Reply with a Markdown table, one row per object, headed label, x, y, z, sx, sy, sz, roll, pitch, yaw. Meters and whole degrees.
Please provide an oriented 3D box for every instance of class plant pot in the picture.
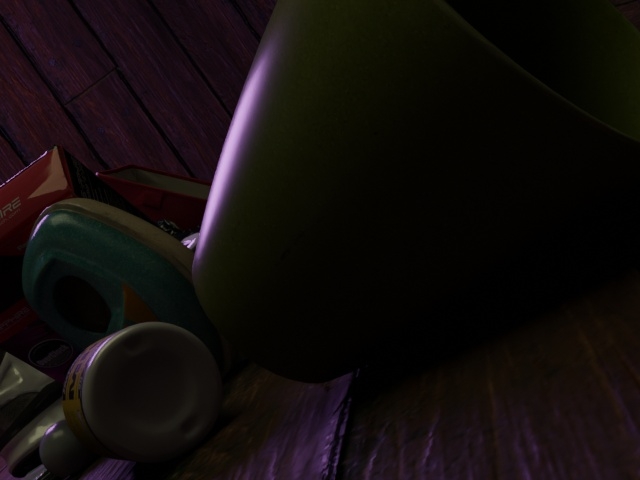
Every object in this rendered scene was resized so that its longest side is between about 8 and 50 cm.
| label | x | y | z | sx | sy | sz | roll | pitch | yaw |
| --- | --- | --- | --- | --- | --- | --- | --- | --- | --- |
| plant pot | 0.045 | -0.049 | 0.797 | 0.293 | 0.275 | 0.275 | -50 | -3 | 28 |

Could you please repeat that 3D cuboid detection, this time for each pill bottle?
| label | x | y | z | sx | sy | sz | roll | pitch | yaw |
| --- | --- | --- | --- | --- | --- | --- | --- | --- | --- |
| pill bottle | -0.169 | 0.140 | 1.096 | 0.119 | 0.119 | 0.208 | -37 | 4 | -21 |

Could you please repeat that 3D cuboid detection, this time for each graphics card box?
| label | x | y | z | sx | sy | sz | roll | pitch | yaw |
| --- | --- | --- | --- | --- | --- | --- | --- | --- | --- |
| graphics card box | -0.288 | 0.064 | 1.511 | 0.233 | 0.094 | 0.371 | -34 | -41 | 10 |

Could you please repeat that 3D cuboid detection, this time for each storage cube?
| label | x | y | z | sx | sy | sz | roll | pitch | yaw |
| --- | --- | --- | --- | --- | --- | --- | --- | --- | --- |
| storage cube | -0.239 | 0.004 | 1.823 | 0.183 | 0.215 | 0.193 | -44 | -33 | -79 |

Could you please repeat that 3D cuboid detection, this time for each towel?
| label | x | y | z | sx | sy | sz | roll | pitch | yaw |
| --- | --- | --- | --- | --- | --- | --- | --- | --- | --- |
| towel | -0.351 | 0.302 | 1.410 | 0.113 | 0.023 | 0.152 | -35 | 6 | 34 |

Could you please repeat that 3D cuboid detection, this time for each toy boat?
| label | x | y | z | sx | sy | sz | roll | pitch | yaw |
| --- | --- | --- | --- | --- | --- | --- | --- | --- | --- |
| toy boat | -0.231 | 0.123 | 1.336 | 0.148 | 0.267 | 0.318 | -46 | -20 | -52 |

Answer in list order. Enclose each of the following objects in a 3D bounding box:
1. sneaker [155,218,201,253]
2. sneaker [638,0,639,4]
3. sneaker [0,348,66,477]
| label | x | y | z | sx | sy | sz | roll | pitch | yaw |
| --- | --- | --- | --- | --- | --- | --- | --- | --- | --- |
| sneaker | -0.177 | -0.003 | 1.655 | 0.217 | 0.079 | 0.121 | -38 | 47 | 17 |
| sneaker | 0.473 | -0.350 | 1.444 | 0.109 | 0.130 | 0.286 | -36 | 5 | -37 |
| sneaker | -0.384 | 0.131 | 1.786 | 0.169 | 0.257 | 0.447 | -46 | -2 | 32 |
